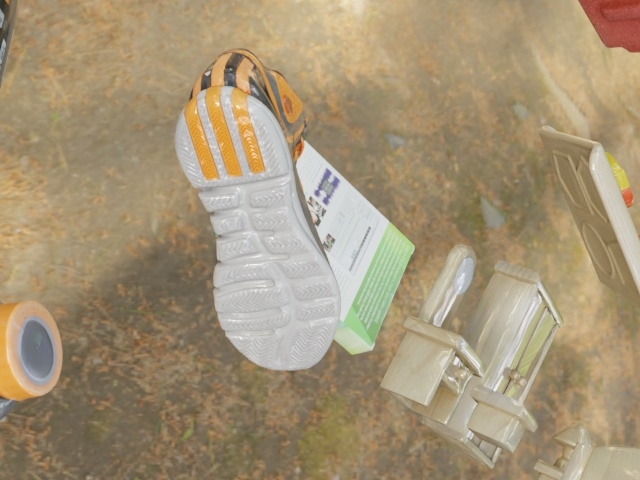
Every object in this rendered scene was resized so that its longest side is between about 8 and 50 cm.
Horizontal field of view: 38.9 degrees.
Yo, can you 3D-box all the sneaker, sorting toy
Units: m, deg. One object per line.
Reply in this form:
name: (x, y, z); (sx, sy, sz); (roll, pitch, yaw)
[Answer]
sneaker: (-0.044, -0.036, 0.880); (0.180, 0.124, 0.321); (-82, 166, -56)
sorting toy: (0.293, -0.024, 0.926); (0.208, 0.038, 0.193); (-88, 153, -76)

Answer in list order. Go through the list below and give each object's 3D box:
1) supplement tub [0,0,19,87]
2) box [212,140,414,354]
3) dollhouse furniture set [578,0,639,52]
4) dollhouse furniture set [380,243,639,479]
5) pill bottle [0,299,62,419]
supplement tub: (-0.235, -0.101, 0.498); (0.117, 0.117, 0.191); (23, 65, -44)
box: (0.000, 0.000, 1.480); (0.322, 0.058, 0.232); (42, 52, -19)
dollhouse furniture set: (0.308, -0.223, 0.435); (0.152, 0.374, 0.201); (49, 65, -32)
dollhouse furniture set: (0.281, 0.155, 0.770); (0.174, 0.355, 0.303); (-62, 144, -13)
pill bottle: (-0.367, 0.117, 0.837); (0.130, 0.245, 0.131); (-10, 90, -77)
